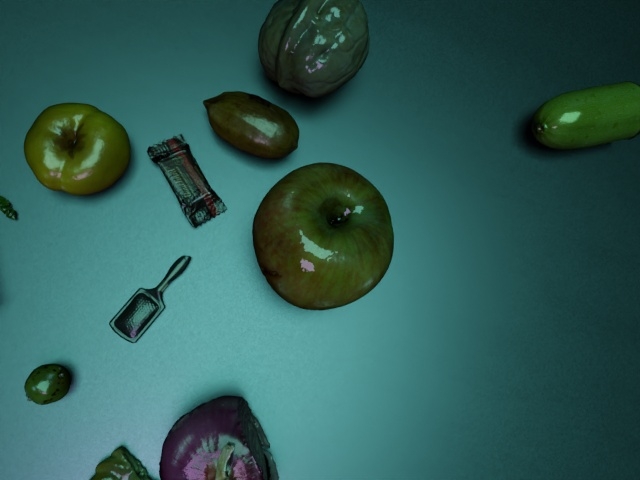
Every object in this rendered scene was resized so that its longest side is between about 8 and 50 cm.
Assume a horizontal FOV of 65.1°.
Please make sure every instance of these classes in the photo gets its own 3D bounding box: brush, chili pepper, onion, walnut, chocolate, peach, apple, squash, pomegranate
[{"bbox_3d":[-0.311,0.102,0.942,0.063,0.016,0.193,39,77,-3],"label":"brush"},{"bbox_3d":[-0.588,-0.068,0.918,0.083,0.022,0.027,34,44,-3],"label":"chili pepper"},{"bbox_3d":[-0.177,0.381,0.850,0.200,0.200,0.207,-36,121,-14],"label":"onion"},{"bbox_3d":[-0.014,-0.389,0.984,0.224,0.224,0.224,2,81,-10],"label":"walnut"},{"bbox_3d":[-0.262,-0.118,0.982,0.086,0.028,0.182,-33,89,-21],"label":"chocolate"},{"bbox_3d":[-0.137,-0.230,0.986,0.207,0.116,0.116,23,78,1],"label":"walnut"},{"bbox_3d":[-0.443,-0.166,0.917,0.179,0.103,0.179,2,76,-10],"label":"peach"},{"bbox_3d":[0.000,0.000,0.913,0.264,0.264,0.264,2,81,-10],"label":"apple"},{"bbox_3d":[0.576,-0.272,1.108,0.247,0.132,0.132,-10,83,-11],"label":"squash"},{"bbox_3d":[-0.473,0.248,0.870,0.073,0.084,0.073,14,67,-36],"label":"pomegranate"}]

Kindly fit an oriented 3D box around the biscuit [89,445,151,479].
[{"bbox_3d":[-0.310,0.513,0.866,0.273,0.036,0.187,38,77,-3],"label":"biscuit"}]
